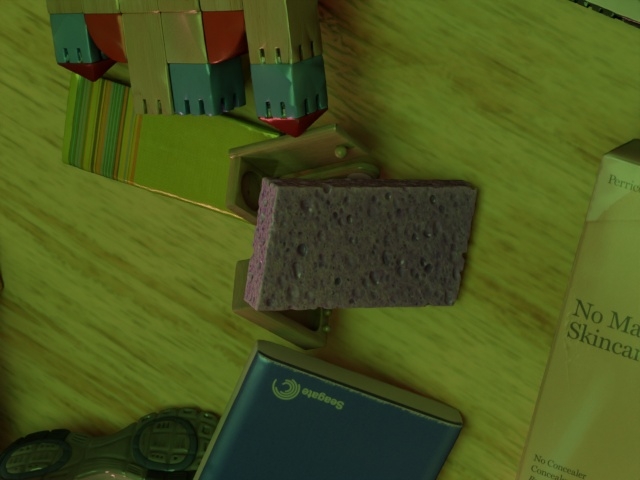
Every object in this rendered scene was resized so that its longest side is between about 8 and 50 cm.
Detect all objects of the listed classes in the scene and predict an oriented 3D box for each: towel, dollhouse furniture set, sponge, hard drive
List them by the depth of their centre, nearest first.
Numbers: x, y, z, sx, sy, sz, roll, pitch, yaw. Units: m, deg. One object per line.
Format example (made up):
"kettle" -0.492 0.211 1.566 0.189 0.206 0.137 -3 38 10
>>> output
"sponge" 0.038 0.003 1.514 0.031 0.210 0.117 34 120 57
"dollhouse furniture set" 0.000 0.000 1.541 0.123 0.144 0.151 -12 61 35
"hard drive" -0.025 0.269 1.618 0.210 0.040 0.319 21 110 -12
"towel" -0.149 -0.093 1.668 0.237 0.021 0.102 18 112 19

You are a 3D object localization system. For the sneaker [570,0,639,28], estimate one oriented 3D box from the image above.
"sneaker" 0.295 -0.232 1.399 0.283 0.107 0.124 26 103 18

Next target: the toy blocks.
"toy blocks" -0.120 -0.232 1.550 0.381 0.190 0.261 5 109 36

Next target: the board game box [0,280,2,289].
"board game box" -0.503 0.113 1.699 0.242 0.316 0.064 -3 121 24

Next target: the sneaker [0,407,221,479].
"sneaker" -0.188 0.254 1.716 0.297 0.111 0.129 -7 124 19

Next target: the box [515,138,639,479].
"box" 0.284 0.082 1.450 0.148 0.121 0.311 17 107 21
